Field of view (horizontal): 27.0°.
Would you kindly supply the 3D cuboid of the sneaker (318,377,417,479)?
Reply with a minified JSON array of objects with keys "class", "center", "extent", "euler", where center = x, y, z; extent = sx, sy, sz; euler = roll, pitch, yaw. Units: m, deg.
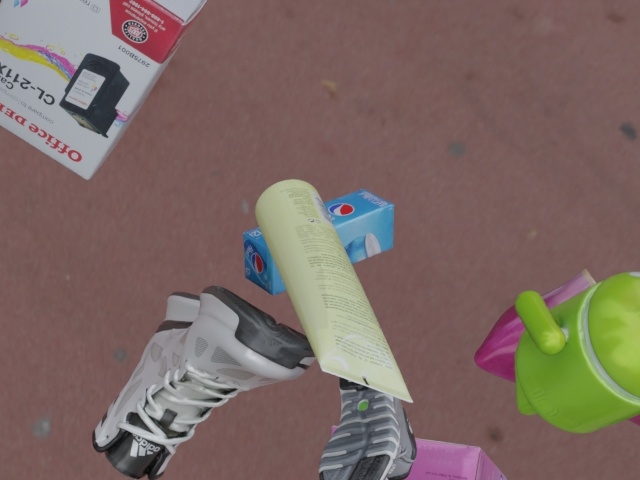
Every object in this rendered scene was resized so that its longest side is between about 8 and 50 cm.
[{"class":"sneaker","center":[0.067,0.239,1.473],"extent":[0.086,0.132,0.228],"euler":[-12,35,21]}]

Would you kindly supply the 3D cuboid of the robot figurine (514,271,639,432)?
[{"class":"robot figurine","center":[0.144,0.057,0.668],"extent":[0.101,0.115,0.067],"euler":[15,62,-22]}]

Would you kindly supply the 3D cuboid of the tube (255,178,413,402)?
[{"class":"tube","center":[0.002,0.040,1.103],"extent":[0.070,0.062,0.240],"euler":[-14,41,-10]}]

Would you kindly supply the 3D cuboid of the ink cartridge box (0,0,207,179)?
[{"class":"ink cartridge box","center":[-0.183,-0.151,1.024],"extent":[0.127,0.175,0.072],"euler":[32,36,-8]}]

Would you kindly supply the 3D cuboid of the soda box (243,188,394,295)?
[{"class":"soda box","center":[0.000,0.000,1.800],"extent":[0.210,0.071,0.067],"euler":[-21,34,-32]}]

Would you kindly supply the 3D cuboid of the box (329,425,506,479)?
[{"class":"box","center":[0.136,0.357,1.901],"extent":[0.214,0.243,0.117],"euler":[6,73,18]}]

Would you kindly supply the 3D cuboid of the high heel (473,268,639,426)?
[{"class":"high heel","center":[0.223,0.123,1.144],"extent":[0.117,0.244,0.082],"euler":[-34,50,7]}]

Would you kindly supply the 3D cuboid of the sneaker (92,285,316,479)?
[{"class":"sneaker","center":[-0.154,0.206,1.715],"extent":[0.169,0.447,0.257],"euler":[32,78,-15]}]
